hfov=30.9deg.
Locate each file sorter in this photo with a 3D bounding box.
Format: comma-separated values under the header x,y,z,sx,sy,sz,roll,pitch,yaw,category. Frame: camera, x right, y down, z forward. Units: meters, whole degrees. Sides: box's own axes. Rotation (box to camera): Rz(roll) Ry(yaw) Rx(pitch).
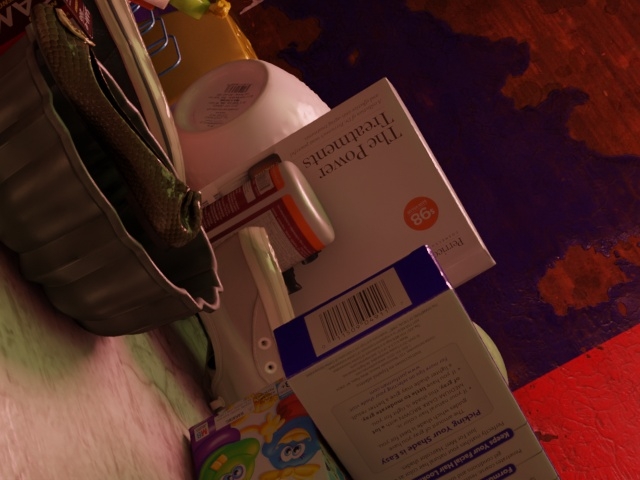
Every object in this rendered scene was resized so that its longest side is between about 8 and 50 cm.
x,y,z,sx,sy,sz,roll,pitch,yaw,category
-0.313,-0.341,1.856,0.170,0.104,0.118,55,9,-38,file sorter

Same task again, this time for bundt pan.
x,y,z,sx,sy,sz,roll,pitch,yaw,category
-0.234,-0.045,1.137,0.330,0.124,0.331,59,7,-12,bundt pan

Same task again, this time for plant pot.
x,y,z,sx,sy,sz,roll,pitch,yaw,category
-0.209,-0.300,2.086,0.212,0.187,0.212,64,8,28,plant pot

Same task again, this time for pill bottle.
x,y,z,sx,sy,sz,roll,pitch,yaw,category
-0.103,0.003,1.458,0.121,0.221,0.121,58,7,-12,pill bottle

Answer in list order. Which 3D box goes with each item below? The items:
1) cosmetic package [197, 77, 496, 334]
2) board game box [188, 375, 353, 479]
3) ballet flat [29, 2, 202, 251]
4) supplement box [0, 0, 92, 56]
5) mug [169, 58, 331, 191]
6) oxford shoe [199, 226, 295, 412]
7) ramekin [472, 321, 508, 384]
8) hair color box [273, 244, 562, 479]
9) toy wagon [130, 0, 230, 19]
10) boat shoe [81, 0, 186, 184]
x,y,z,sx,sy,sz,roll,pitch,yaw,category
0.000,0.000,1.559,0.284,0.377,0.097,62,9,21,cosmetic package
-0.026,0.290,1.160,0.144,0.142,0.275,57,7,-33,board game box
-0.178,-0.107,1.036,0.249,0.058,0.084,60,6,-3,ballet flat
-0.357,-0.281,1.199,0.239,0.130,0.073,54,9,-33,supplement box
-0.112,-0.118,1.835,0.374,0.276,0.328,20,-28,44,mug
-0.064,0.199,1.402,0.169,0.130,0.449,-118,-170,-69,oxford shoe
0.181,0.274,2.110,0.303,0.303,0.148,61,14,10,ramekin
0.114,0.193,1.209,0.338,0.185,0.110,59,5,-26,hair color box
-0.290,-0.411,1.686,0.344,0.068,0.267,34,15,-11,toy wagon
-0.292,-0.233,1.411,0.187,0.156,0.500,-119,-174,-53,boat shoe
